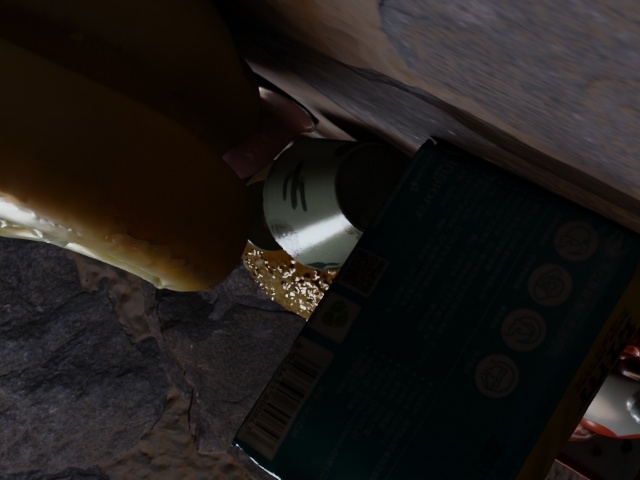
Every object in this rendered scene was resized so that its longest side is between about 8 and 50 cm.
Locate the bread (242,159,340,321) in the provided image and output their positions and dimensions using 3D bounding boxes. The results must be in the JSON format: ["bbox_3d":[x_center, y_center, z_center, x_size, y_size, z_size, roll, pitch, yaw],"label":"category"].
[{"bbox_3d":[-0.003,-0.002,1.236,0.192,0.171,0.314,28,177,-16],"label":"bread"}]

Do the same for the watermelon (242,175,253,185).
[{"bbox_3d":[-0.081,-0.091,1.687,0.245,0.063,0.119,27,-160,-47],"label":"watermelon"}]

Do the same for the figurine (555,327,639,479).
[{"bbox_3d":[0.250,0.107,0.964,0.183,0.160,0.226,30,168,7],"label":"figurine"}]

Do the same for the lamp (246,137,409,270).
[{"bbox_3d":[-0.006,-0.031,1.020,0.121,0.121,0.214,32,161,-24],"label":"lamp"}]

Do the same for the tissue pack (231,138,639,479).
[{"bbox_3d":[0.095,0.088,0.805,0.192,0.271,0.134,30,172,28],"label":"tissue pack"}]

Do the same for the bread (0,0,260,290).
[{"bbox_3d":[-0.208,-0.094,0.812,0.329,0.245,0.424,3,172,5],"label":"bread"}]

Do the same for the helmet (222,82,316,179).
[{"bbox_3d":[-0.095,-0.106,1.059,0.175,0.106,0.155,24,174,32],"label":"helmet"}]
